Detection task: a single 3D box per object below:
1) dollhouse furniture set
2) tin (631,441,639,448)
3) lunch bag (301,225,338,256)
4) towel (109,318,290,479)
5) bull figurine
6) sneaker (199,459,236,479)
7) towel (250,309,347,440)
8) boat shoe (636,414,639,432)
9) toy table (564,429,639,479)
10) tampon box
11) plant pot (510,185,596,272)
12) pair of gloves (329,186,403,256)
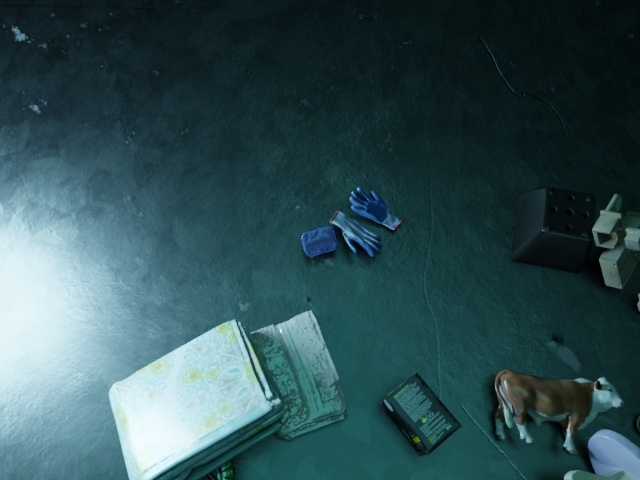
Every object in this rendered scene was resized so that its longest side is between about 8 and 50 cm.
[{"bbox_3d":[0.879,0.041,1.740,0.355,0.303,0.174,14,56,44],"label":"dollhouse furniture set"},{"bbox_3d":[0.778,0.512,1.711,0.189,0.106,0.040,17,79,4],"label":"tin"},{"bbox_3d":[0.000,0.000,1.871,0.098,0.065,0.067,-15,93,-5],"label":"lunch bag"},{"bbox_3d":[-0.282,0.373,1.646,0.374,0.090,0.320,-29,41,-5],"label":"towel"},{"bbox_3d":[0.563,0.404,1.740,0.310,0.101,0.189,10,73,1],"label":"bull figurine"},{"bbox_3d":[-0.261,0.575,1.599,0.146,0.134,0.344,-1,58,-24],"label":"sneaker"},{"bbox_3d":[-0.058,0.328,1.769,0.187,0.049,0.282,-19,73,-9],"label":"towel"},{"bbox_3d":[0.877,0.482,1.740,0.233,0.079,0.084,30,75,9],"label":"boat shoe"},{"bbox_3d":[0.667,0.587,1.626,0.161,0.252,0.274,-31,72,-29],"label":"toy table"},{"bbox_3d":[0.231,0.411,1.714,0.101,0.120,0.161,-37,76,-14],"label":"tampon box"},{"bbox_3d":[0.610,-0.041,1.857,0.188,0.167,0.188,11,72,0],"label":"plant pot"},{"bbox_3d":[0.118,-0.049,1.886,0.159,0.023,0.198,37,54,5],"label":"pair of gloves"}]
